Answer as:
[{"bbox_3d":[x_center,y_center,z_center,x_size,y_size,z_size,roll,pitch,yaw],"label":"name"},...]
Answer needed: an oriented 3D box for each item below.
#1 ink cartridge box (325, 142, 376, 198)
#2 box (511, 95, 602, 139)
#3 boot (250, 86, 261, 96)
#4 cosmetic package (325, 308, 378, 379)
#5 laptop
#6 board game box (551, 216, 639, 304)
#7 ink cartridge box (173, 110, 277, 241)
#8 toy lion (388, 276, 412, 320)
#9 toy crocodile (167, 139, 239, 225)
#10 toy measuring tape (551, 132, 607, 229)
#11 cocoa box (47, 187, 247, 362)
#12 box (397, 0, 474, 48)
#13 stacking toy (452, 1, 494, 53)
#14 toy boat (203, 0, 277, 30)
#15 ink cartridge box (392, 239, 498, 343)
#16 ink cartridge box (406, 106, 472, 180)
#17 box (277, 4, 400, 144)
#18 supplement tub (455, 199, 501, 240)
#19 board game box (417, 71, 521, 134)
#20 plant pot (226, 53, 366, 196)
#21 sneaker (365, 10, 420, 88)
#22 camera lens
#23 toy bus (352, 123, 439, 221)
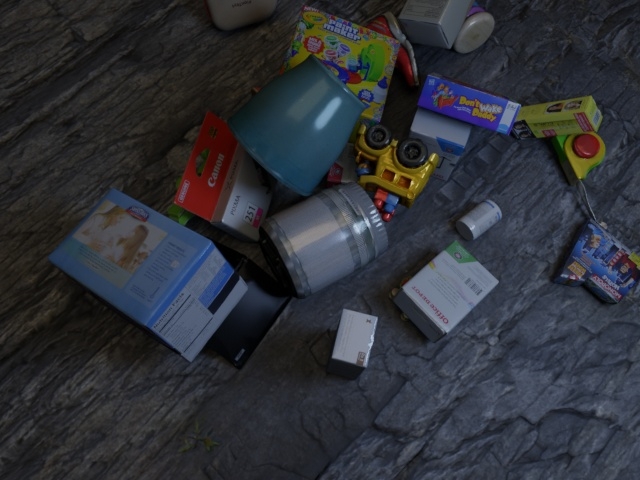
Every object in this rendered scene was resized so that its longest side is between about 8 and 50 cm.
[{"bbox_3d":[0.111,-0.192,1.548,0.175,0.072,0.127,10,69,1],"label":"ink cartridge box"},{"bbox_3d":[0.636,-0.332,1.538,0.232,0.087,0.058,4,59,50],"label":"box"},{"bbox_3d":[-0.130,-0.403,1.640,0.158,0.059,0.084,42,70,5],"label":"boot"},{"bbox_3d":[0.068,0.244,1.290,0.086,0.231,0.117,14,68,4],"label":"cosmetic package"},{"bbox_3d":[-0.254,0.151,1.437,0.264,0.136,0.234,22,67,35],"label":"laptop"},{"bbox_3d":[0.713,0.072,1.466,0.194,0.060,0.194,-41,75,-14],"label":"board game box"},{"bbox_3d":[-0.226,-0.167,1.453,0.060,0.239,0.275,-3,65,44],"label":"ink cartridge box"},{"bbox_3d":[0.233,0.145,1.444,0.096,0.034,0.100,-22,70,-18],"label":"toy lion"},{"bbox_3d":[-0.292,-0.177,1.523,0.115,0.105,0.340,8,60,44],"label":"toy crocodile"},{"bbox_3d":[0.747,-0.190,1.547,0.121,0.121,0.330,-17,76,-8],"label":"toy measuring tape"},{"bbox_3d":[-0.394,0.076,1.300,0.347,0.228,0.231,25,69,27],"label":"cocoa box"},{"bbox_3d":[0.367,-0.729,1.624,0.148,0.121,0.311,26,86,33],"label":"box"},{"bbox_3d":[0.394,-0.744,1.751,0.141,0.141,0.330,-25,67,-11],"label":"stacking toy"},{"bbox_3d":[-0.252,-0.758,1.748,0.231,0.151,0.151,-20,41,-9],"label":"toy boat"},{"bbox_3d":[0.310,0.127,1.399,0.212,0.093,0.154,-37,75,-26],"label":"ink cartridge box"},{"bbox_3d":[0.305,-0.256,1.511,0.148,0.203,0.085,19,71,6],"label":"ink cartridge box"},{"bbox_3d":[0.036,-0.449,1.569,0.290,0.177,0.279,18,68,-7],"label":"box"},{"bbox_3d":[0.425,-0.055,1.504,0.107,0.071,0.071,-34,73,-14],"label":"supplement tub"},{"bbox_3d":[0.393,-0.375,1.503,0.233,0.347,0.078,20,111,6],"label":"board game box"},{"bbox_3d":[-0.039,-0.291,1.347,0.255,0.272,0.271,-46,74,13],"label":"plant pot"},{"bbox_3d":[0.218,-0.559,1.701,0.118,0.107,0.279,-26,67,8],"label":"sneaker"},{"bbox_3d":[0.000,0.000,1.391,0.274,0.219,0.219,-27,72,-11],"label":"camera lens"},{"bbox_3d":[0.163,-0.166,1.438,0.220,0.149,0.211,26,86,9],"label":"toy bus"}]
